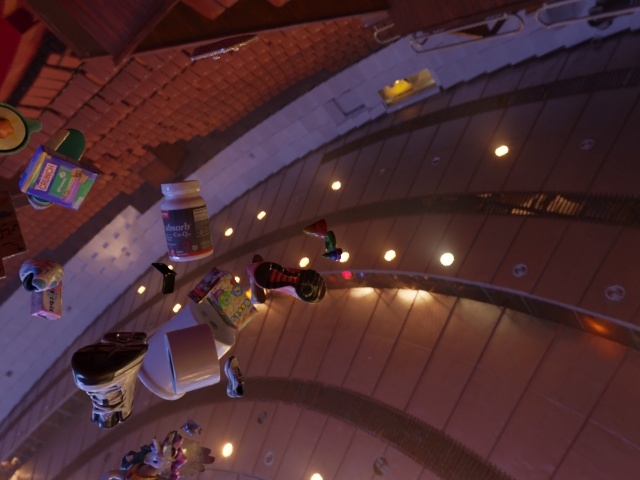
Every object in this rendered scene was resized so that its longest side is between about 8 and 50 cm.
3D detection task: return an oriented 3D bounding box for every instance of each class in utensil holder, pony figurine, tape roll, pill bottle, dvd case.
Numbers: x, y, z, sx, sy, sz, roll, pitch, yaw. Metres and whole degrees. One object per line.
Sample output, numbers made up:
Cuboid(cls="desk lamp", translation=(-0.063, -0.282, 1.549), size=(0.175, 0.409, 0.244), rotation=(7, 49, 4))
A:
Cuboid(cls="utensil holder", translation=(-0.666, 0.536, 2.128), size=(0.385, 0.327, 0.328), rotation=(-42, -149, 3))
Cuboid(cls="pony figurine", translation=(-0.496, 0.759, 1.306), size=(0.363, 0.351, 0.303), rotation=(-40, -143, -3))
Cuboid(cls="tape roll", translation=(-0.513, 0.467, 1.698), size=(0.169, 0.246, 0.246), rotation=(-10, -160, -26))
Cuboid(cls="pill bottle", translation=(-0.642, -0.099, 2.037), size=(0.210, 0.363, 0.210), rotation=(-6, -168, 1))
Cuboid(cls="dvd case", translation=(-0.342, 0.135, 1.284), size=(0.119, 0.013, 0.087), rotation=(-50, -147, -17))

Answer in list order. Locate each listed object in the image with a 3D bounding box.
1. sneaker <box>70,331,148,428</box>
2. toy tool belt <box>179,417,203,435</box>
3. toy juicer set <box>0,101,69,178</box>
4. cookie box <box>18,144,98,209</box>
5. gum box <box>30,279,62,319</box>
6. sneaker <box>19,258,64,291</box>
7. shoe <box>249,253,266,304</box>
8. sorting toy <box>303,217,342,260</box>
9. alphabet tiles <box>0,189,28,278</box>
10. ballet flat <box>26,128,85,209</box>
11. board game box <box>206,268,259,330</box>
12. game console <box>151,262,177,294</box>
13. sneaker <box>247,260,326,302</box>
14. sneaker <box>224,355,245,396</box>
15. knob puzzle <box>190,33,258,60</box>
Cuboid(cls="sneaker", translation=(-0.569, 0.411, 1.187), size=(0.447, 0.168, 0.258), rotation=(166, -74, -75))
Cuboid(cls="toy tool belt", translation=(-0.492, 0.722, 1.625), size=(0.083, 0.052, 0.051), rotation=(32, -136, 20))
Cuboid(cls="toy juicer set", translation=(-0.835, -0.252, 1.099), size=(0.089, 0.328, 0.210), rotation=(3, -100, 40))
Cuboid(cls="cookie box", translation=(-0.522, -0.123, 0.853), size=(0.040, 0.107, 0.092), rotation=(39, -81, 41))
Cuboid(cls="gum box", translation=(-1.202, 0.252, 1.875), size=(0.062, 0.107, 0.189), rotation=(-19, -116, 6))
Cuboid(cls="sneaker", translation=(-0.774, 0.099, 1.153), size=(0.237, 0.085, 0.086), rotation=(-9, -148, 42))
Cuboid(cls="shoe", translation=(-0.278, 0.168, 1.838), size=(0.058, 0.076, 0.219), rotation=(-20, -112, 43))
Cuboid(cls="sorting toy", translation=(0.000, 0.000, 2.303), size=(0.126, 0.127, 0.366), rotation=(-4, -149, -19))
Cuboid(cls="alphabet tiles", translation=(-0.939, -0.010, 1.095), size=(0.285, 0.011, 0.343), rotation=(-22, -117, -26))
Cuboid(cls="ballet flat", translation=(-0.969, -0.255, 1.556), size=(0.124, 0.116, 0.343), rotation=(-20, -126, 42))
Cuboid(cls="board game box", translation=(-0.458, 0.295, 2.125), size=(0.142, 0.275, 0.144), rotation=(-44, -151, -28))
Cuboid(cls="game console", translation=(-0.601, 0.143, 1.628), size=(0.071, 0.107, 0.122), rotation=(-52, 178, -4))
Cuboid(cls="sneaker", translation=(-0.119, 0.134, 1.527), size=(0.136, 0.313, 0.116), rotation=(11, -100, 58))
Cuboid(cls="sneaker", translation=(-0.264, 0.433, 1.355), size=(0.058, 0.136, 0.052), rotation=(1, -170, 35))
Cuboid(cls="knob puzzle", translation=(-0.273, -0.559, 1.241), size=(0.213, 0.030, 0.213), rotation=(-11, -146, 7))
